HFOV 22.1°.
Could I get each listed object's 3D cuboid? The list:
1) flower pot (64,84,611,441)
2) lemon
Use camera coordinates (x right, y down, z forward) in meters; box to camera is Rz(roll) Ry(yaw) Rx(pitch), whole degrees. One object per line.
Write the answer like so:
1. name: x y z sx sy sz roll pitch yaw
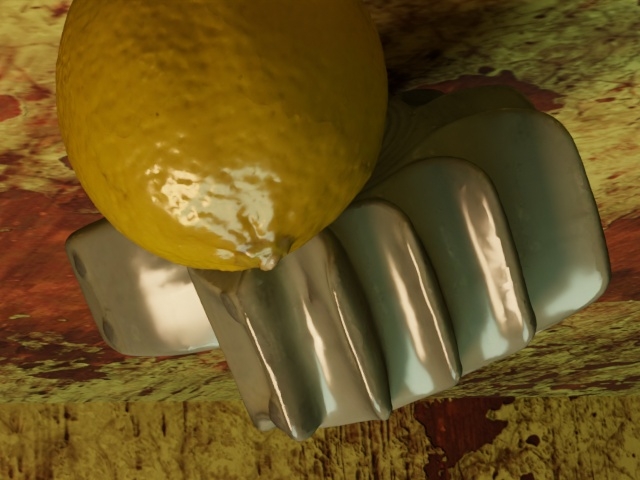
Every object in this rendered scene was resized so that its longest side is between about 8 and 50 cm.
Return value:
1. flower pot: 0.000 0.000 1.097 0.254 0.164 0.367 -29 -162 -22
2. lemon: -0.051 -0.075 0.877 0.178 0.203 0.178 -15 156 -7
